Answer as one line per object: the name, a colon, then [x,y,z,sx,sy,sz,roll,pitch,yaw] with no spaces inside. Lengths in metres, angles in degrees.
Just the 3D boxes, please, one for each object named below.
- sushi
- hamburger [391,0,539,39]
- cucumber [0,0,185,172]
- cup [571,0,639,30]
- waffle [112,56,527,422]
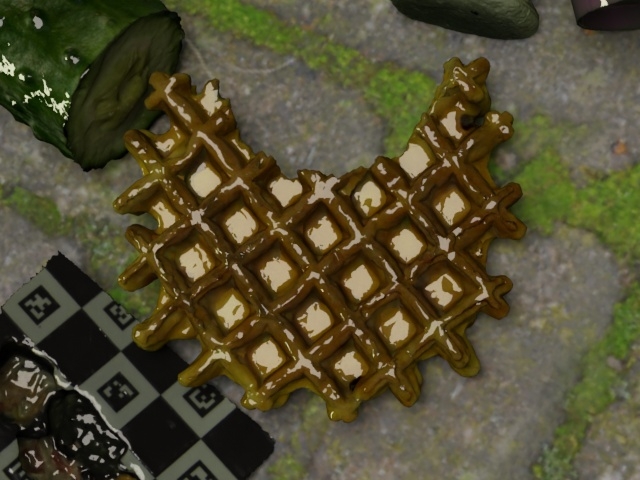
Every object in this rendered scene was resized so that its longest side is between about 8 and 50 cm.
sushi: [-0.175,0.147,1.418,0.215,0.050,0.192,42,70,6]
hamburger: [0.095,-0.183,1.406,0.121,0.084,0.054,11,84,15]
cucumber: [-0.228,-0.162,1.450,0.244,0.134,0.134,34,88,18]
cup: [0.219,-0.300,1.363,0.203,0.203,0.288,-9,84,9]
waffle: [0.000,0.000,1.404,0.293,0.069,0.259,0,82,8]
